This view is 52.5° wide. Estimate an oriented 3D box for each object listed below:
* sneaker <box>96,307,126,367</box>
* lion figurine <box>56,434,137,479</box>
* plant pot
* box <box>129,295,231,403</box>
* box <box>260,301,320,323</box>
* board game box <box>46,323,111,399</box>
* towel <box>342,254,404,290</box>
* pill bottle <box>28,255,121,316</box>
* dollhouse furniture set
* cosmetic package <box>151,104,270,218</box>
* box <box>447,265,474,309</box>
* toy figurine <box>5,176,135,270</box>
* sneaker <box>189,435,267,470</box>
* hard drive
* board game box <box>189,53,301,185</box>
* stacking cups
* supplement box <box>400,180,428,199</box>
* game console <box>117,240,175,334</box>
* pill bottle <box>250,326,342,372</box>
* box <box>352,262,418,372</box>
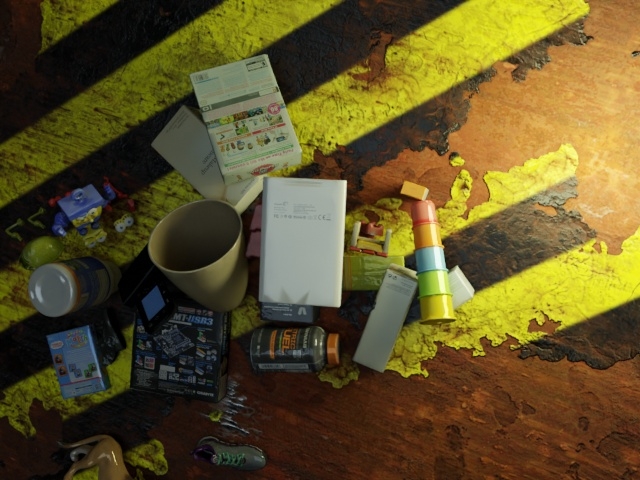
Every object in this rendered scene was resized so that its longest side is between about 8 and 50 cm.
[{"bbox_3d":[-0.665,0.301,2.018,0.089,0.051,0.170,-22,93,10],"label":"sneaker"},{"bbox_3d":[-0.640,0.734,2.007,0.240,0.142,0.392,-36,82,7],"label":"lion figurine"},{"bbox_3d":[-0.301,0.072,1.791,0.256,0.256,0.274,-8,138,9],"label":"plant pot"},{"bbox_3d":[-0.421,0.319,1.950,0.295,0.073,0.293,6,95,14],"label":"box"},{"bbox_3d":[-0.084,0.148,1.842,0.156,0.093,0.158,2,94,13],"label":"box"},{"bbox_3d":[-0.767,0.384,2.056,0.160,0.039,0.211,-14,92,14],"label":"board game box"},{"bbox_3d":[0.118,0.091,1.828,0.237,0.021,0.102,-1,100,13],"label":"towel"},{"bbox_3d":[-0.704,0.125,1.899,0.152,0.272,0.152,1,96,14],"label":"pill bottle"},{"bbox_3d":[0.000,0.000,1.763,0.374,0.201,0.152,12,97,6],"label":"dollhouse furniture set"},{"bbox_3d":[-0.311,-0.224,1.858,0.309,0.113,0.160,43,102,8],"label":"cosmetic package"},{"bbox_3d":[0.345,0.134,1.732,0.102,0.101,0.087,-36,86,16],"label":"box"},{"bbox_3d":[-0.710,-0.091,1.827,0.362,0.217,0.191,-31,77,-24],"label":"toy figurine"},{"bbox_3d":[-0.274,0.651,1.928,0.223,0.098,0.083,7,96,13],"label":"sneaker"},{"bbox_3d":[-0.046,0.002,1.646,0.210,0.040,0.319,3,97,7],"label":"hard drive"},{"bbox_3d":[-0.203,-0.328,1.761,0.224,0.097,0.303,-17,77,-8],"label":"board game box"},{"bbox_3d":[0.287,0.055,1.667,0.096,0.096,0.316,-7,72,14],"label":"stacking cups"},{"bbox_3d":[0.252,-0.131,1.733,0.062,0.098,0.036,19,95,13],"label":"supplement box"},{"bbox_3d":[-0.476,0.130,1.840,0.044,0.361,0.213,34,97,-36],"label":"game console"},{"bbox_3d":[-0.063,0.307,1.832,0.245,0.130,0.130,-3,94,13],"label":"pill bottle"},{"bbox_3d":[0.182,0.208,1.765,0.094,0.113,0.275,22,102,10],"label":"box"}]
